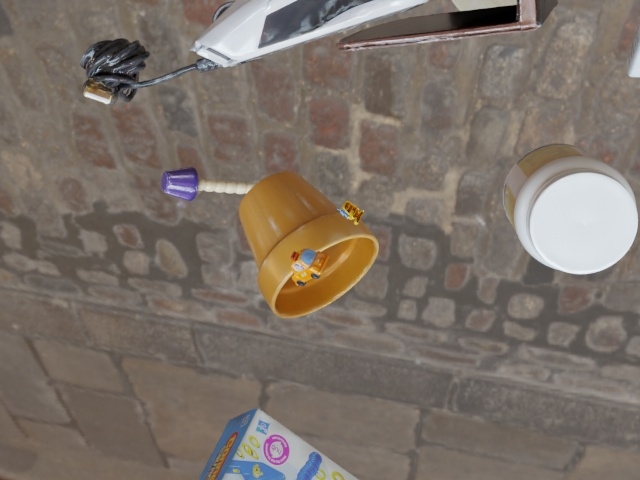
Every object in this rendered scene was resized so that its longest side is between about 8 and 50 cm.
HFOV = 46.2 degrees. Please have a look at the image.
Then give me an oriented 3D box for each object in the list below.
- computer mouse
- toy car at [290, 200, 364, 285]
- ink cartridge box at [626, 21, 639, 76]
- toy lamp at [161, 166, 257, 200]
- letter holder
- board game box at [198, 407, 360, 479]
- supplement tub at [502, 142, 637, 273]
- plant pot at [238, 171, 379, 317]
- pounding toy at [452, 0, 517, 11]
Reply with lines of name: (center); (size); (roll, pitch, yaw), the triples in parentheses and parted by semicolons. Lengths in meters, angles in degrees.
computer mouse: (-0.036, -0.119, 0.401); (0.192, 0.106, 0.042); (-18, 102, -1)
toy car: (0.000, 0.000, 0.960); (0.040, 0.122, 0.060); (40, 159, -18)
ink cartridge box: (0.837, -0.462, 1.532); (0.329, 0.072, 0.324); (3, 149, 7)
toy lamp: (-0.223, -0.122, 1.704); (0.274, 0.080, 0.080); (4, 151, -31)
letter holder: (0.138, -0.308, 0.826); (0.214, 0.302, 0.152); (-3, 109, 22)
board game box: (-0.043, 0.426, 0.942); (0.308, 0.302, 0.086); (38, 140, -13)
supplement tub: (0.316, -0.043, 0.962); (0.144, 0.200, 0.144); (2, 105, 7)
plant pot: (-0.038, -0.007, 1.253); (0.205, 0.188, 0.205); (-28, 153, -16)
pounding toy: (0.292, -0.438, 1.128); (0.182, 0.237, 0.110); (9, -172, 35)
